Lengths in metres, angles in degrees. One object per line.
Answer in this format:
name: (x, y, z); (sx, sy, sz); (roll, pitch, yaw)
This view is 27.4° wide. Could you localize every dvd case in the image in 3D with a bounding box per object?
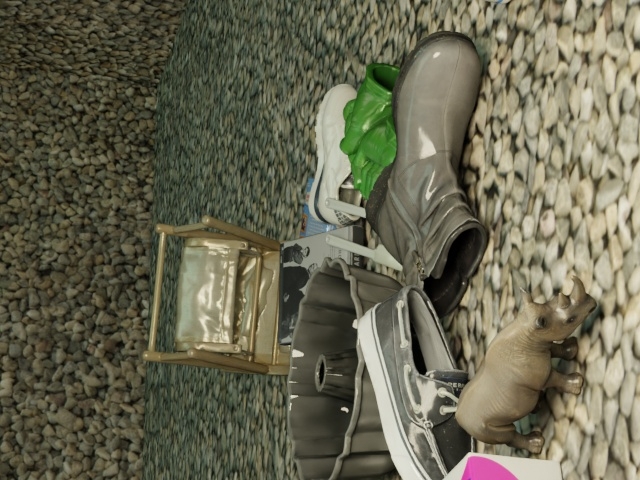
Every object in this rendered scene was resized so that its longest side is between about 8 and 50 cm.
dvd case: (-0.003, 0.078, 2.174); (0.238, 0.029, 0.179); (-13, 73, 58)

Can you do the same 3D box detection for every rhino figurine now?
rhino figurine: (0.217, 0.127, 1.366); (0.073, 0.106, 0.243); (-101, 25, -47)

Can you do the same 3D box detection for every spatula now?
spatula: (0.060, 0.019, 2.021); (0.242, 0.019, 0.168); (17, 104, 58)

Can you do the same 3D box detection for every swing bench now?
swing bench: (-0.165, 0.106, 2.379); (0.165, 0.254, 0.253); (-7, 74, 49)

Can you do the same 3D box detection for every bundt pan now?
bundt pan: (0.056, 0.191, 1.849); (0.331, 0.124, 0.331); (-174, 90, -74)

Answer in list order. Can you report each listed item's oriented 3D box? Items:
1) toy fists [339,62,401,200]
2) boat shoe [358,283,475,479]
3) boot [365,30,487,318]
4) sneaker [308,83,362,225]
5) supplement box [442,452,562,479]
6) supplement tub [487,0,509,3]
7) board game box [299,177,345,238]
toy fists: (0.092, -0.145, 1.941); (0.279, 0.096, 0.142); (-108, 29, -54)
boat shoe: (0.139, 0.193, 1.591); (0.102, 0.108, 0.301); (-41, 51, 34)
boot: (0.163, -0.077, 1.686); (0.223, 0.118, 0.338); (-113, 27, -49)
sneaker: (0.045, -0.140, 2.148); (0.095, 0.090, 0.235); (2, 89, 62)
supplement box: (0.172, 0.327, 1.423); (0.220, 0.113, 0.111); (121, 153, -50)
supplement tub: (0.193, -0.342, 1.660); (0.071, 0.107, 0.071); (-173, 90, -73)
board game box: (0.000, 0.000, 2.283); (0.160, 0.039, 0.212); (-161, 78, -73)
